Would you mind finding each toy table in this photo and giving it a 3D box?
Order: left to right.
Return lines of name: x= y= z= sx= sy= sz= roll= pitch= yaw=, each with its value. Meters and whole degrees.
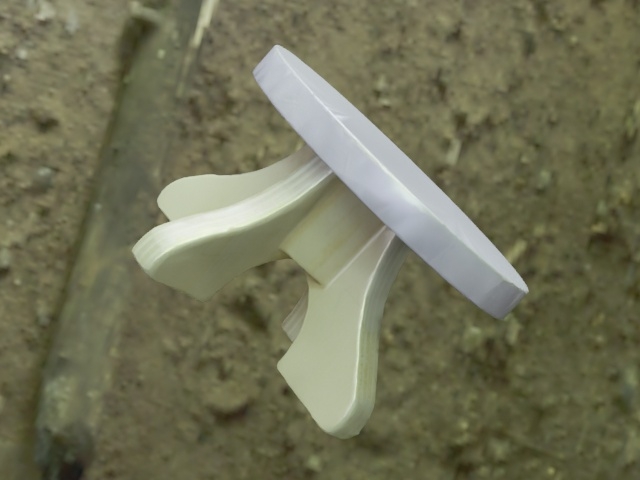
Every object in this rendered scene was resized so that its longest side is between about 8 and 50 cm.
toy table: x=0.000 y=0.000 z=1.026 sx=0.161 sy=0.274 sz=0.252 roll=-47 pitch=133 yaw=10
